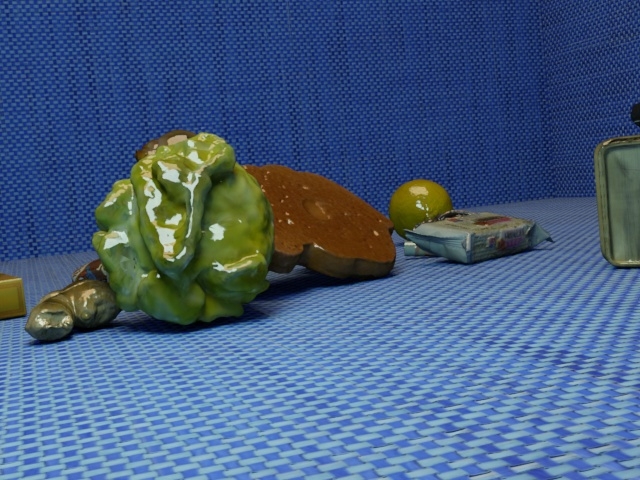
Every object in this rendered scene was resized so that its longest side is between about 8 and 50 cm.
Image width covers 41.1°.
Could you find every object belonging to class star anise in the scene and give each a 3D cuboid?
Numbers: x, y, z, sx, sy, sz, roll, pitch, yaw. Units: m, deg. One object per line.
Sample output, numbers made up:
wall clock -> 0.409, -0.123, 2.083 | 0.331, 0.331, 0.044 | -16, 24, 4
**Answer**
star anise -> 0.321, -0.028, 2.156 | 0.231, 0.089, 0.209 | -18, 14, -7

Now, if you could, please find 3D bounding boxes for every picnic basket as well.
picnic basket -> 0.643, -0.078, 1.467 | 0.312, 0.228, 0.175 | -3, 7, 27

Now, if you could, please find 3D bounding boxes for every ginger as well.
ginger -> -0.393, 0.106, 1.403 | 0.147, 0.081, 0.333 | -22, 6, -10

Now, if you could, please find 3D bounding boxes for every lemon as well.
lemon -> 0.275, -0.079, 2.336 | 0.178, 0.179, 0.203 | -6, 16, -5

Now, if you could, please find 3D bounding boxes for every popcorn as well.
popcorn -> -0.213, -0.004, 1.336 | 0.312, 0.313, 0.312 | -5, 4, 0

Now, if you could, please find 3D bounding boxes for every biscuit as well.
biscuit -> 0.343, -0.009, 1.849 | 0.309, 0.079, 0.186 | -10, 19, -39
biscuit -> -0.038, -0.042, 1.686 | 0.455, 0.078, 0.350 | 6, 36, -38

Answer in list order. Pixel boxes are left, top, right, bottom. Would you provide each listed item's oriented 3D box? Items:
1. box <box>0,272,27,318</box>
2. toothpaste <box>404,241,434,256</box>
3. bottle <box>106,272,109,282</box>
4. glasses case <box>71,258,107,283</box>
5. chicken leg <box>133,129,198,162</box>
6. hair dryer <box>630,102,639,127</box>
box -> -0.688, 0.113, 1.655 | 0.174, 0.076, 0.274 | -10, 6, -30
toothpaste -> 0.294, 0.019, 1.944 | 0.205, 0.036, 0.056 | 0, 11, 4
bottle -> -0.267, 0.055, 1.609 | 0.253, 0.121, 0.120 | -4, 5, 19
glasses case -> -0.389, 0.065, 1.820 | 0.320, 0.082, 0.122 | -6, 15, 27
chicken leg -> -0.274, -0.045, 1.743 | 0.295, 0.409, 0.182 | -27, -26, -30
hair dryer -> 0.767, -0.234, 1.500 | 0.359, 0.120, 0.303 | 4, -10, -22
